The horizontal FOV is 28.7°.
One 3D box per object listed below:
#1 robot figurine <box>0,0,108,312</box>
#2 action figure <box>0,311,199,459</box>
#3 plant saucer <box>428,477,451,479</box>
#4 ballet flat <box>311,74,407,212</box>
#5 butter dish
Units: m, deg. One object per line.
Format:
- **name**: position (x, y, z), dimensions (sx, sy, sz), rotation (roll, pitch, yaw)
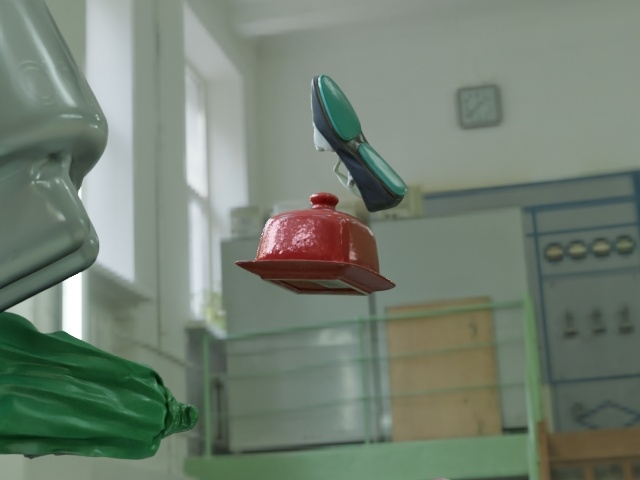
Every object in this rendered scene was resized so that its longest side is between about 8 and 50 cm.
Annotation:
- **robot figurine**: position (-0.279, -0.122, 0.853), dimensions (0.200, 0.353, 0.300), rotation (-27, -7, -13)
- **action figure**: position (-0.202, 0.120, 0.952), dimensions (0.232, 0.137, 0.063), rotation (14, -27, -22)
- **plant saucer**: position (0.164, 0.291, 0.953), dimensions (0.332, 0.084, 0.332), rotation (39, -9, 7)
- **ballet flat**: position (0.033, -0.122, 1.665), dimensions (0.074, 0.203, 0.074), rotation (-35, -1, 0)
- **butter dish**: position (0.000, 0.000, 1.511), dimensions (0.160, 0.118, 0.160), rotation (1, -12, 25)
